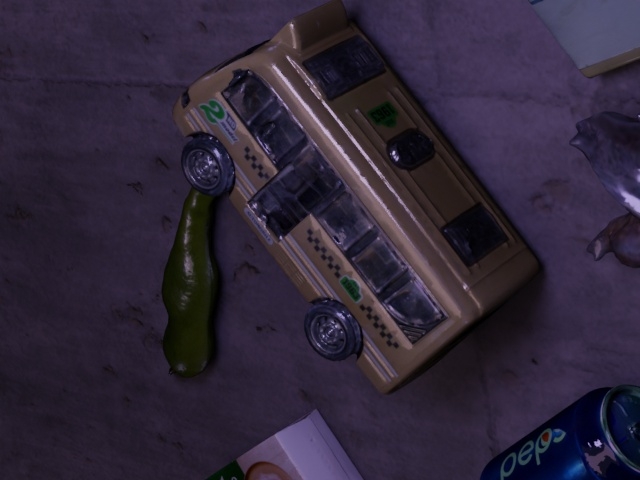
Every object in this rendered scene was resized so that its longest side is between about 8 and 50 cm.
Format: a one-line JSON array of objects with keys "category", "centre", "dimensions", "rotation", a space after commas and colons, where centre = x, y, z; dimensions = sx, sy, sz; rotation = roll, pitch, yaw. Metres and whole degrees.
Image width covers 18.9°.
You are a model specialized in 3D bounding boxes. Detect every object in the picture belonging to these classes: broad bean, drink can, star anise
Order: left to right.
[{"category": "broad bean", "centre": [-0.133, 0.036, 2.159], "dimensions": [0.098, 0.056, 0.318], "rotation": [39, 130, 22]}, {"category": "drink can", "centre": [0.250, 0.224, 1.865], "dimensions": [0.118, 0.118, 0.205], "rotation": [53, 136, 8]}, {"category": "star anise", "centre": [0.353, -0.001, 1.668], "dimensions": [0.316, 0.139, 0.359], "rotation": [47, 150, 25]}]

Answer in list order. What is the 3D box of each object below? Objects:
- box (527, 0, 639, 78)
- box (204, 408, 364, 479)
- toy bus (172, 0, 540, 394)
[{"category": "box", "centre": [0.277, -0.255, 1.614], "dimensions": [0.270, 0.045, 0.211], "rotation": [-21, 116, 46]}, {"category": "box", "centre": [-0.044, 0.295, 2.193], "dimensions": [0.199, 0.081, 0.135], "rotation": [-38, 83, 43]}, {"category": "toy bus", "centre": [0.035, -0.049, 1.886], "dimensions": [0.365, 0.177, 0.202], "rotation": [52, 132, 4]}]
